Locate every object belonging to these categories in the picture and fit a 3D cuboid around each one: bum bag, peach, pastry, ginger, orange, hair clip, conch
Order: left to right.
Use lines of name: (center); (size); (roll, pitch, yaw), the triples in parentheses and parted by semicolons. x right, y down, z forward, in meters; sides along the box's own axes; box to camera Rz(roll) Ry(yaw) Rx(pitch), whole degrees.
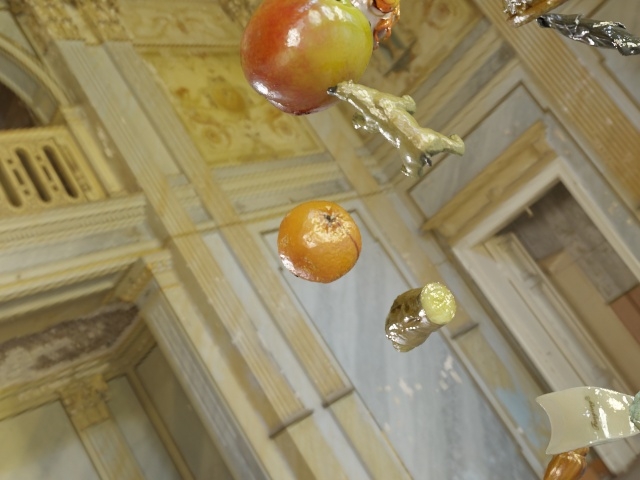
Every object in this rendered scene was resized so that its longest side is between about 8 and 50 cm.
peach: (-0.025, -0.329, 1.334); (0.231, 0.231, 0.231); (-31, -15, -9)
orange: (0.000, 0.000, 1.734); (0.193, 0.193, 0.161); (-24, -11, -31)
ginger: (0.213, 0.168, 1.728); (0.263, 0.109, 0.116); (125, 169, -63)
pastry: (0.484, -0.560, 1.620); (0.235, 0.132, 0.240); (-35, 11, -22)
conch: (0.712, 0.695, 2.268); (0.330, 0.093, 0.109); (-60, -33, -12)
bum bag: (0.734, -0.566, 2.085); (0.142, 0.326, 0.080); (-8, -57, -43)
hair clip: (0.757, 0.491, 2.125); (0.282, 0.173, 0.113); (1, -34, -2)

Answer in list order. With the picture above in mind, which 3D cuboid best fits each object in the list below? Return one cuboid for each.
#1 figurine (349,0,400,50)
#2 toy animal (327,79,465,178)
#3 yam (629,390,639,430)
figurine: (0.064, -0.515, 1.785); (0.320, 0.196, 0.323); (-30, 22, 53)
toy animal: (0.115, -0.184, 1.223); (0.103, 0.219, 0.101); (-49, -16, 16)
yam: (0.822, 0.412, 1.650); (0.201, 0.271, 0.202); (-42, 21, -10)
